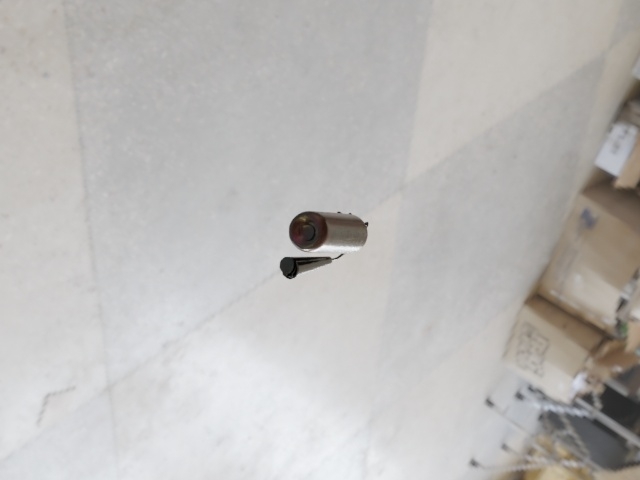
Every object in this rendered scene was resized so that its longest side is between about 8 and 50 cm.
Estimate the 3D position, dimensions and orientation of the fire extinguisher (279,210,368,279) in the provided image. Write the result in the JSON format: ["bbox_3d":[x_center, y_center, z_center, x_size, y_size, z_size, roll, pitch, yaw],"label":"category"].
[{"bbox_3d":[0.004,0.004,0.669,0.100,0.032,0.046,4,107,-68],"label":"fire extinguisher"}]
